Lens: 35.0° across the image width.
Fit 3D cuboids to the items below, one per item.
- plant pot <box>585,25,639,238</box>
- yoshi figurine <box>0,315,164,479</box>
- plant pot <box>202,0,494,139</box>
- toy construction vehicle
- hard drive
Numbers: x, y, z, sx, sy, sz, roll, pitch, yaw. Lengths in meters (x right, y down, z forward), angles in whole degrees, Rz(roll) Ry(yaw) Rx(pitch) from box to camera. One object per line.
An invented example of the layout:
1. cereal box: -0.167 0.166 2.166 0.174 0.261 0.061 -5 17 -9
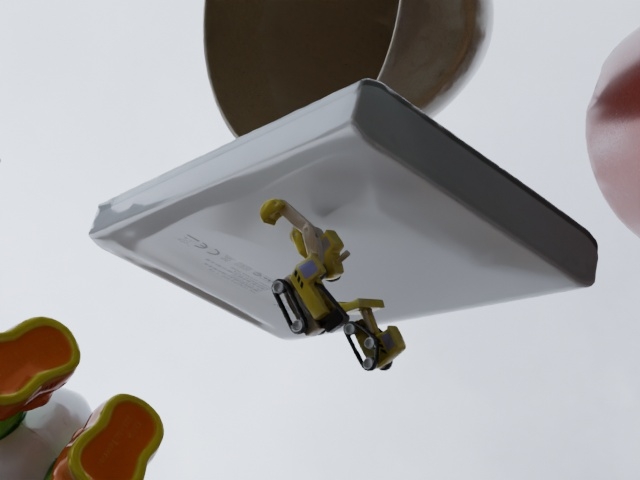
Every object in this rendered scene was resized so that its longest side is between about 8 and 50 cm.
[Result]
1. plant pot: 0.329 -0.094 0.690 0.272 0.265 0.273 1 -95 -13
2. yoshi figurine: -0.292 0.225 0.782 0.203 0.204 0.362 15 -44 -37
3. plant pot: 0.047 -0.209 0.930 0.190 0.284 0.284 -1 -73 -39
4. toy construction vehicle: 0.009 0.024 0.575 0.035 0.098 0.086 -36 -24 22
5. hard drive: 0.000 0.000 0.689 0.203 0.307 0.040 30 -118 -30
